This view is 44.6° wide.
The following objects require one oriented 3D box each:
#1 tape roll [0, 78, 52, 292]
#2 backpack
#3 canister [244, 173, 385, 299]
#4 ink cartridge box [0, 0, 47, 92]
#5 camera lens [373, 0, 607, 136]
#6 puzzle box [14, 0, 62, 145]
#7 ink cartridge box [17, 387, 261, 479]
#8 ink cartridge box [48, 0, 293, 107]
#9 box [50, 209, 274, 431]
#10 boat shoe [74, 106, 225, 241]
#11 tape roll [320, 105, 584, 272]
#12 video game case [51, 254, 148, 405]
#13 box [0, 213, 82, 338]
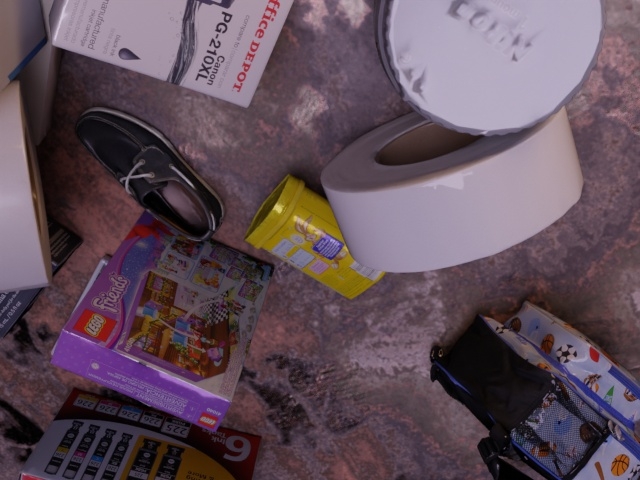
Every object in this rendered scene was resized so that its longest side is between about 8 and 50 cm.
[{"bbox_3d":[-0.410,-0.055,0.888,0.169,0.246,0.246,-7,114,-16],"label":"tape roll"},{"bbox_3d":[0.309,0.226,1.039,0.213,0.276,0.263,-41,108,5],"label":"backpack"},{"bbox_3d":[0.000,0.000,1.030,0.169,0.073,0.126,31,147,-12],"label":"canister"},{"bbox_3d":[-0.477,-0.229,0.803,0.307,0.223,0.129,4,127,2],"label":"ink cartridge box"},{"bbox_3d":[0.166,-0.241,0.823,0.219,0.274,0.220,1,113,3],"label":"camera lens"},{"bbox_3d":[-0.425,-0.326,0.898,0.272,0.052,0.409,18,126,-7],"label":"puzzle box"},{"bbox_3d":[-0.262,0.375,1.121,0.309,0.272,0.130,15,114,-3],"label":"ink cartridge box"},{"bbox_3d":[-0.163,-0.274,0.882,0.237,0.100,0.172,14,116,-29],"label":"ink cartridge box"},{"bbox_3d":[-0.180,0.086,0.979,0.200,0.293,0.057,25,119,-6],"label":"box"},{"bbox_3d":[-0.225,-0.087,1.027,0.233,0.079,0.084,41,112,-11],"label":"boat shoe"},{"bbox_3d":[0.146,-0.076,0.893,0.286,0.286,0.100,-18,112,12],"label":"tape roll"},{"bbox_3d":[-0.284,0.137,1.157,0.173,0.022,0.190,30,113,-9],"label":"video game case"},{"bbox_3d":[-0.449,0.022,1.081,0.158,0.093,0.156,39,110,-11],"label":"box"}]
